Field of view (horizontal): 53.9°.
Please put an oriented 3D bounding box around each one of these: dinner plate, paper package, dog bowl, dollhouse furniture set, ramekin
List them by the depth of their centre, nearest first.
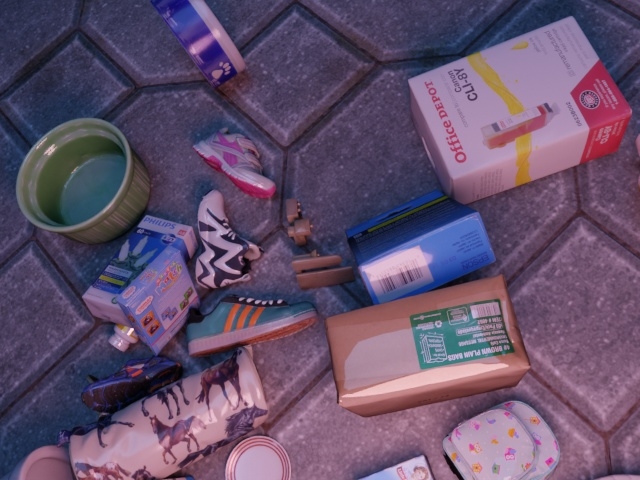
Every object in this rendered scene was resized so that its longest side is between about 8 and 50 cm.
[{"bbox_3d":[0.193,0.210,1.163,0.325,0.309,0.168,-13,70,7],"label":"paper package"},{"bbox_3d":[-0.127,0.476,1.296,0.141,0.017,0.141,-4,68,11],"label":"dinner plate"},{"bbox_3d":[0.000,0.000,1.396,0.123,0.144,0.151,-9,53,5],"label":"dollhouse furniture set"},{"bbox_3d":[-0.576,-0.138,1.567,0.304,0.148,0.303,-5,68,12],"label":"ramekin"},{"bbox_3d":[-0.305,-0.519,1.587,0.104,0.265,0.265,-36,66,0],"label":"dog bowl"}]

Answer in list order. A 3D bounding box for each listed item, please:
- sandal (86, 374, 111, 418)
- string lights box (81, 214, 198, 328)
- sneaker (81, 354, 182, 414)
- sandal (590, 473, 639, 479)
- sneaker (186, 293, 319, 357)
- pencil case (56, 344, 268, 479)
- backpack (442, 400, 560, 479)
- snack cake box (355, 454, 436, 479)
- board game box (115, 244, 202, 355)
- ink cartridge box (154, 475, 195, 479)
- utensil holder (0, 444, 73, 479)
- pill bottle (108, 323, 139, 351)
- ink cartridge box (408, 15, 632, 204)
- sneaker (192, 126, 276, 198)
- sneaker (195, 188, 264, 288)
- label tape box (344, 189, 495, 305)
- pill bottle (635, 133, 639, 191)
[{"bbox_3d":[-0.443,0.389,1.367,0.240,0.088,0.079,31,77,16],"label":"sandal"},{"bbox_3d":[-0.404,0.069,1.440,0.133,0.076,0.259,14,52,18],"label":"string lights box"},{"bbox_3d":[-0.410,0.303,1.353,0.087,0.221,0.083,28,115,38],"label":"sneaker"},{"bbox_3d":[0.470,0.517,1.102,0.417,0.102,0.169,-18,51,20],"label":"sandal"},{"bbox_3d":[-0.157,0.163,1.374,0.302,0.108,0.121,-15,71,9],"label":"sneaker"},{"bbox_3d":[-0.295,0.360,1.257,0.411,0.159,0.183,-24,53,-13],"label":"pencil case"},{"bbox_3d":[0.337,0.386,1.152,0.188,0.144,0.166,-28,51,-8],"label":"backpack"},{"bbox_3d":[0.174,0.550,1.157,0.152,0.089,0.264,-23,66,5],"label":"snack cake box"},{"bbox_3d":[-0.339,0.132,1.351,0.039,0.211,0.160,27,59,22],"label":"board game box"},{"bbox_3d":[-0.331,0.531,1.219,0.148,0.203,0.085,-29,68,0],"label":"ink cartridge box"},{"bbox_3d":[-0.594,0.632,1.181,0.386,0.327,0.327,-36,66,0],"label":"utensil holder"},{"bbox_3d":[-0.433,0.195,1.450,0.065,0.065,0.116,32,79,22],"label":"pill bottle"},{"bbox_3d":[0.417,-0.276,1.379,0.385,0.160,0.279,-20,66,5],"label":"ink cartridge box"},{"bbox_3d":[-0.194,-0.198,1.525,0.252,0.103,0.111,37,83,22],"label":"sneaker"},{"bbox_3d":[-0.201,-0.007,1.459,0.153,0.094,0.234,-2,69,11],"label":"sneaker"},{"bbox_3d":[0.188,0.009,1.293,0.241,0.333,0.105,-24,101,3],"label":"label tape box"},{"bbox_3d":[0.733,-0.072,1.211,0.188,0.188,0.333,-12,67,9],"label":"pill bottle"}]
